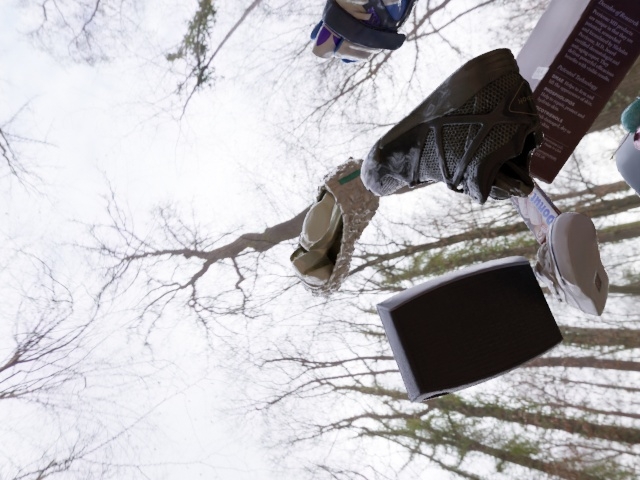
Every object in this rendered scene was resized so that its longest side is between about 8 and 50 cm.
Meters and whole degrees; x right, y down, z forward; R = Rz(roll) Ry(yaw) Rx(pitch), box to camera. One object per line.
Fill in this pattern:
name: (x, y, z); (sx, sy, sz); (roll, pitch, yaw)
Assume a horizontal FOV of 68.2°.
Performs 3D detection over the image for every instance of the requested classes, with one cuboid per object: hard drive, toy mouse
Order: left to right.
hard drive: (0.229, 0.127, 0.713); (0.254, 0.054, 0.172); (-17, -102, -10)
toy mouse: (0.416, -0.157, 0.594); (0.031, 0.143, 0.161); (35, -132, -4)

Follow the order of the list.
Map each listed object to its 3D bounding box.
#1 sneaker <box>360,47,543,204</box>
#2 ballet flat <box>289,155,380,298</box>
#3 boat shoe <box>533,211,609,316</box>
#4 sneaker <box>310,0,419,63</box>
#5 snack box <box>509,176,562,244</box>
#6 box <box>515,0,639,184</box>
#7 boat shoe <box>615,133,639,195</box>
sneaker: (0.131, -0.076, 0.496); (0.087, 0.227, 0.130); (-19, -100, -37)
ballet flat: (0.000, 0.000, 0.976); (0.146, 0.409, 0.147); (9, -134, -10)
boat shoe: (0.380, 0.039, 0.734); (0.267, 0.088, 0.096); (34, -107, -45)
sneaker: (0.061, -0.424, 0.818); (0.130, 0.323, 0.236); (46, -76, 17)
snack box: (0.436, -0.066, 0.959); (0.022, 0.064, 0.178); (16, -146, -14)
box: (0.462, -0.320, 0.908); (0.143, 0.191, 0.381); (26, -72, -10)
boat shoe: (0.726, -0.116, 0.986); (0.105, 0.113, 0.306); (27, -140, -27)
